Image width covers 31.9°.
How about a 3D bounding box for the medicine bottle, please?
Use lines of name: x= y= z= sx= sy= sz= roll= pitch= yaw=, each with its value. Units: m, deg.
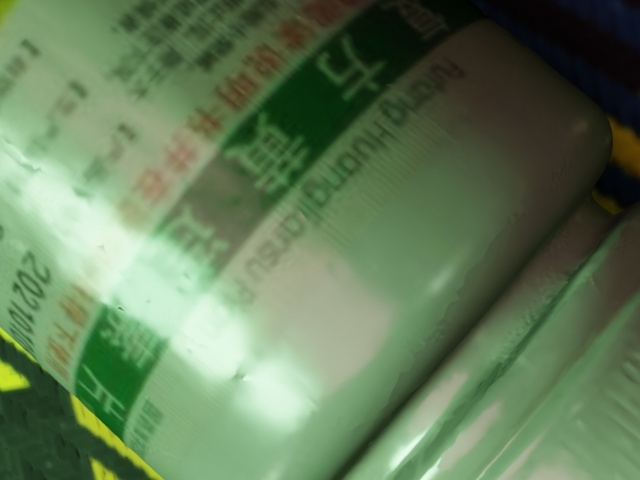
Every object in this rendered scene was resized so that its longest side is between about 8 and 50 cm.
medicine bottle: x=0.000 y=0.000 z=0.424 sx=0.339 sy=0.208 sz=0.208 roll=41 pitch=115 yaw=9
